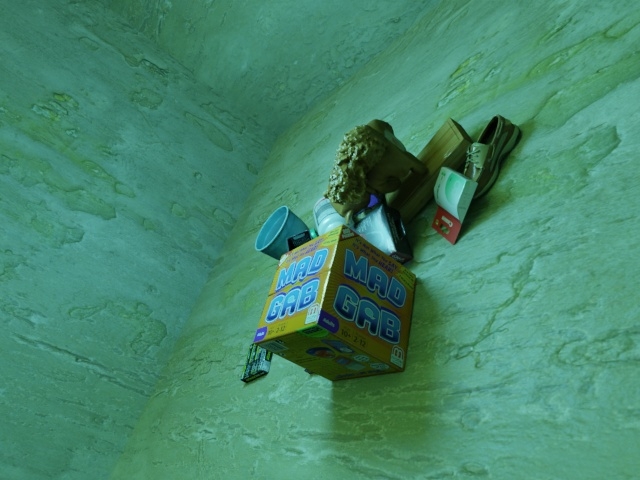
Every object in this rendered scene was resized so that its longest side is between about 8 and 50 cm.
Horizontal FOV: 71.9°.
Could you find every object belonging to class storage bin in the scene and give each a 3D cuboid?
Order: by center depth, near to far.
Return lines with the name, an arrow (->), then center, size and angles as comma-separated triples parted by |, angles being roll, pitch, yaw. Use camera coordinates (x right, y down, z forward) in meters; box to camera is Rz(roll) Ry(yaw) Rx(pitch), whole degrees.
storage bin -> -0.081, 0.039, 2.017 | 0.122, 0.084, 0.180 | -23, 27, 3

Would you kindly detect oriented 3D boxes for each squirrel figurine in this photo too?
squirrel figurine -> 0.141, -0.245, 1.677 | 0.370, 0.397, 0.281 | -47, 68, 28

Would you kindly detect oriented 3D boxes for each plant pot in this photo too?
plant pot -> -0.159, 0.002, 2.308 | 0.272, 0.255, 0.271 | -42, 27, 27

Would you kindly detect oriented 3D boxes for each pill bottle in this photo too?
pill bottle -> 0.069, -0.074, 2.083 | 0.176, 0.176, 0.318 | -47, 25, 18

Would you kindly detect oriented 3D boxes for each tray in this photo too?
tray -> 0.417, -0.268, 1.744 | 0.411, 0.076, 0.202 | -52, 22, 30

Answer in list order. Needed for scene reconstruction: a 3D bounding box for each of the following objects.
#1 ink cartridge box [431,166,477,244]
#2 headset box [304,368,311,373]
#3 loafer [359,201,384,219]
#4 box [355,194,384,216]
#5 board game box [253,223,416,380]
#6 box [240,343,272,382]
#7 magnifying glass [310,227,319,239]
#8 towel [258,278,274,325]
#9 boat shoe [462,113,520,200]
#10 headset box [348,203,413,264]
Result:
ink cartridge box -> 0.437, -0.123, 1.517 | 0.181, 0.056, 0.224 | -117, 41, -64
headset box -> -0.028, 0.483, 1.726 | 0.083, 0.032, 0.062 | -31, 33, 44
loafer -> 0.228, -0.143, 2.031 | 0.148, 0.050, 0.056 | -35, 31, 37
box -> 0.213, -0.262, 2.016 | 0.165, 0.143, 0.270 | -32, 16, 40
board game box -> 0.055, 0.230, 1.497 | 0.356, 0.356, 0.356 | -27, 37, 46
box -> -0.297, 0.564, 2.106 | 0.184, 0.045, 0.190 | -38, 30, 39
magnifying glass -> 0.000, 0.000, 2.109 | 0.026, 0.231, 0.092 | -28, 72, 6
towel -> -0.208, 0.303, 2.251 | 0.228, 0.076, 0.308 | -37, 29, 49
boat shoe -> 0.558, -0.291, 1.528 | 0.324, 0.120, 0.122 | -58, 24, -7
headset box -> 0.214, 0.017, 1.709 | 0.293, 0.110, 0.218 | -36, 51, 36
